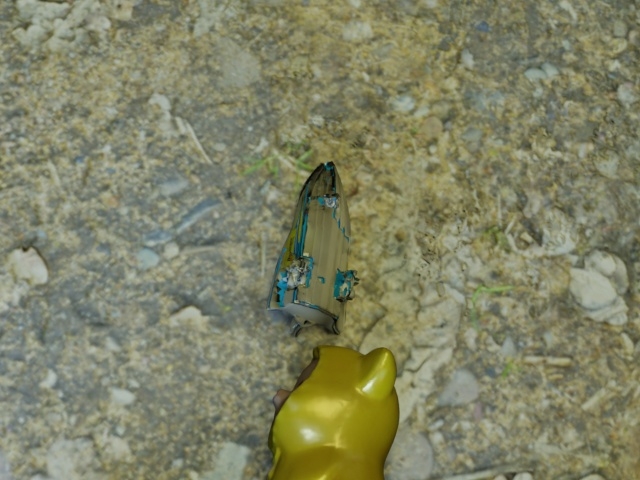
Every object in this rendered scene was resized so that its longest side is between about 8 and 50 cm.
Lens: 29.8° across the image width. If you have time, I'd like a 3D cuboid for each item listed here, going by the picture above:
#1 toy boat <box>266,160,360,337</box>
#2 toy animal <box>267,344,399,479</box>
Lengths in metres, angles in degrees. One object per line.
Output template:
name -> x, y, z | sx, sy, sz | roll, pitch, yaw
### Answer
toy boat -> 0.000, 0.000, 1.248 | 0.084, 0.066, 0.210 | 20, 54, -18
toy animal -> 0.013, 0.212, 1.117 | 0.156, 0.156, 0.230 | 15, 68, -7
